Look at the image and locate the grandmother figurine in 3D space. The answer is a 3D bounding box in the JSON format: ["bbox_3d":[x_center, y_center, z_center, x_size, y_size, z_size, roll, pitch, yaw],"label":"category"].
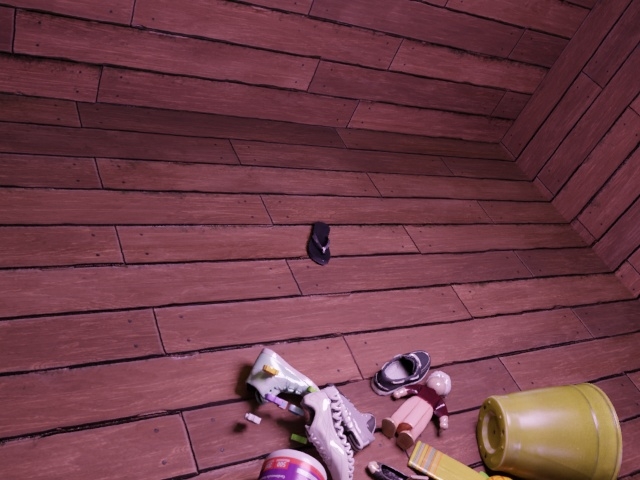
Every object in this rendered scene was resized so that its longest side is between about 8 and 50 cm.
[{"bbox_3d":[0.349,0.559,2.040,0.207,0.104,0.342,41,41,13],"label":"grandmother figurine"}]

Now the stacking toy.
[{"bbox_3d":[-0.104,0.492,1.801,0.221,0.052,0.167,29,66,-15],"label":"stacking toy"}]

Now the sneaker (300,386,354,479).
[{"bbox_3d":[0.017,0.584,1.768,0.118,0.110,0.292,-3,67,-29],"label":"sneaker"}]

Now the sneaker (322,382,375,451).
[{"bbox_3d":[0.100,0.552,1.922,0.132,0.086,0.229,-6,59,-42],"label":"sneaker"}]

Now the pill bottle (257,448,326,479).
[{"bbox_3d":[-0.101,0.711,1.525,0.181,0.182,0.323,25,37,-3],"label":"pill bottle"}]

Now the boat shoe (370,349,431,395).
[{"bbox_3d":[0.307,0.455,2.137,0.114,0.091,0.302,45,41,21],"label":"boat shoe"}]

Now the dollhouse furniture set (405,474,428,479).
[{"bbox_3d":[0.310,0.784,1.739,0.143,0.123,0.151,13,40,-18],"label":"dollhouse furniture set"}]

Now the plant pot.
[{"bbox_3d":[0.728,0.650,2.003,0.352,0.367,0.367,6,42,-9],"label":"plant pot"}]

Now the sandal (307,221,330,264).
[{"bbox_3d":[-0.001,-0.001,2.500,0.097,0.055,0.255,16,39,-15],"label":"sandal"}]

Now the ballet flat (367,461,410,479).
[{"bbox_3d":[0.224,0.710,1.830,0.173,0.049,0.058,24,37,-5],"label":"ballet flat"}]

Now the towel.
[{"bbox_3d":[0.398,0.729,1.901,0.237,0.021,0.102,25,40,17],"label":"towel"}]

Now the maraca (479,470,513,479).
[{"bbox_3d":[0.558,0.795,1.904,0.185,0.099,0.127,15,29,28],"label":"maraca"}]

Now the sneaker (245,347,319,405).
[{"bbox_3d":[-0.119,0.472,1.881,0.255,0.094,0.151,39,61,-8],"label":"sneaker"}]
